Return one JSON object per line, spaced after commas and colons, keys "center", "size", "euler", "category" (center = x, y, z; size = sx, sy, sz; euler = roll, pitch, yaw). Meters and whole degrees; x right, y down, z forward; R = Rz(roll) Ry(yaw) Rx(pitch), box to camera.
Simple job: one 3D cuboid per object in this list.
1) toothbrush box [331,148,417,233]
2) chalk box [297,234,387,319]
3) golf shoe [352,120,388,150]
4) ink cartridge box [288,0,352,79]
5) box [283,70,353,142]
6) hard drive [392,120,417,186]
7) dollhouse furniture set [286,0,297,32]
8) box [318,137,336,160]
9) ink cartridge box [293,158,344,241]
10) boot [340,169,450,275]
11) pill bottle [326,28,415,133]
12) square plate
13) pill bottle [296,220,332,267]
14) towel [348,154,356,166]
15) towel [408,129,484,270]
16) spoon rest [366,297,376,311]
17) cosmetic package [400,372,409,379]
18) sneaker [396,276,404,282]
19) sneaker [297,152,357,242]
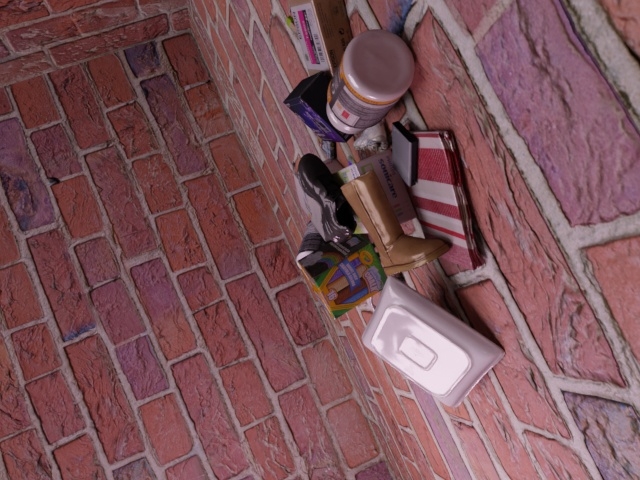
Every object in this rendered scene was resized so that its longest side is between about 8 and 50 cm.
{"center": [0.145, -0.136, 1.521], "size": [0.206, 0.122, 0.283], "euler": [68, 166, -6], "category": "toothbrush box"}
{"center": [0.103, 0.093, 1.718], "size": [0.179, 0.289, 0.180], "euler": [64, 170, -24], "category": "chalk box"}
{"center": [0.142, -0.294, 1.431], "size": [0.176, 0.069, 0.086], "euler": [-162, 70, -69], "category": "golf shoe"}
{"center": [0.008, -0.567, 1.402], "size": [0.193, 0.088, 0.234], "euler": [39, 151, 61], "category": "ink cartridge box"}
{"center": [0.007, -0.384, 1.496], "size": [0.184, 0.103, 0.261], "euler": [44, 179, -18], "category": "box"}
{"center": [0.205, -0.211, 1.246], "size": [0.135, 0.022, 0.094], "euler": [81, 164, -47], "category": "hard drive"}
{"center": [-0.055, -0.670, 1.526], "size": [0.058, 0.076, 0.151], "euler": [50, 165, 13], "category": "dollhouse furniture set"}
{"center": [0.023, -0.365, 1.819], "size": [0.094, 0.027, 0.137], "euler": [57, 164, 32], "category": "box"}
{"center": [0.034, -0.151, 1.827], "size": [0.168, 0.171, 0.232], "euler": [80, 162, -45], "category": "ink cartridge box"}
{"center": [0.177, -0.054, 1.283], "size": [0.236, 0.089, 0.269], "euler": [-25, 92, 54], "category": "boot"}
{"center": [0.104, -0.360, 1.209], "size": [0.162, 0.162, 0.278], "euler": [66, 167, 2], "category": "pill bottle"}
{"center": [0.282, 0.300, 1.417], "size": [0.347, 0.049, 0.344], "euler": [34, 141, 17], "category": "square plate"}
{"center": [0.000, 0.000, 1.894], "size": [0.245, 0.130, 0.130], "euler": [-73, -21, -43], "category": "pill bottle"}
{"center": [0.110, -0.241, 1.725], "size": [0.083, 0.009, 0.060], "euler": [82, 161, -50], "category": "towel"}
{"center": [0.282, -0.104, 1.223], "size": [0.237, 0.037, 0.329], "euler": [-146, 36, -71], "category": "towel"}
{"center": [0.233, 0.271, 1.954], "size": [0.137, 0.084, 0.276], "euler": [-139, 29, -63], "category": "spoon rest"}
{"center": [0.327, 0.366, 1.676], "size": [0.160, 0.113, 0.309], "euler": [64, 168, 9], "category": "cosmetic package"}
{"center": [0.252, 0.179, 1.758], "size": [0.063, 0.073, 0.162], "euler": [36, 135, 20], "category": "sneaker"}
{"center": [0.032, -0.137, 1.521], "size": [0.286, 0.109, 0.130], "euler": [61, 157, -2], "category": "sneaker"}
